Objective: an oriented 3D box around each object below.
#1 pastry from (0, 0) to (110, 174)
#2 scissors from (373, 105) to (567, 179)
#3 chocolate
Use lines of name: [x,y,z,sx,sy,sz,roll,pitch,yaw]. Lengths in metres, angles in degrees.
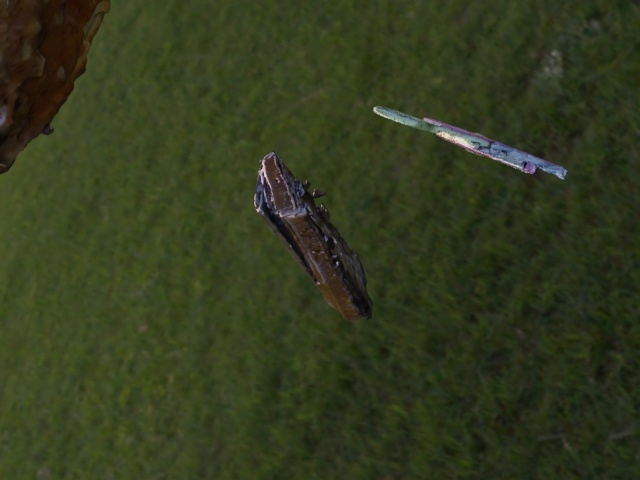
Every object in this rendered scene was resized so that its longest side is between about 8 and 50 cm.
pastry: [-0.401,-0.217,1.211,0.292,0.405,0.337,20,105,20]
scissors: [0.146,-0.093,1.143,0.187,0.133,0.020,28,104,44]
chocolate: [-0.005,0.005,1.415,0.065,0.329,0.102,-19,62,8]
